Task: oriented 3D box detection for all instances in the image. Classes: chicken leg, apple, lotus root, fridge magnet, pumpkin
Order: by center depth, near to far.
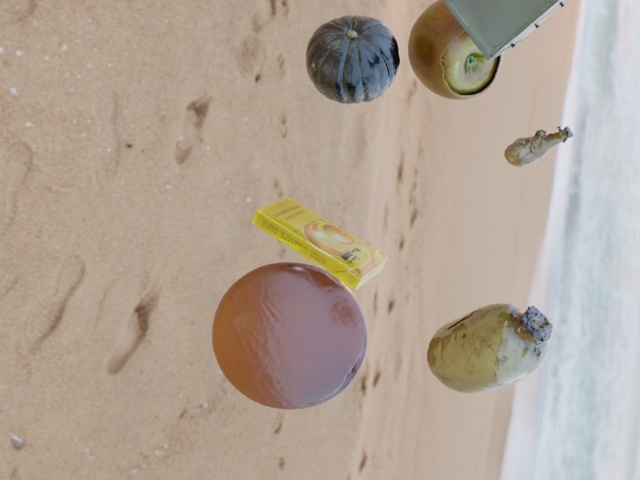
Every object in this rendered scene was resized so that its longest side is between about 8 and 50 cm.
[{"bbox_3d":[0.297,0.187,1.207,0.160,0.284,0.146,-32,83,-33],"label":"lotus root"},{"bbox_3d":[0.074,-0.416,1.586,0.162,0.220,0.221,82,26,-60],"label":"pumpkin"},{"bbox_3d":[-0.070,0.221,1.605,0.155,0.363,0.364,-80,167,-75],"label":"fridge magnet"},{"bbox_3d":[0.326,-0.448,1.631,0.236,0.208,0.237,-23,146,-17],"label":"apple"},{"bbox_3d":[0.665,-0.291,2.113,0.085,0.207,0.101,61,18,-11],"label":"chicken leg"}]

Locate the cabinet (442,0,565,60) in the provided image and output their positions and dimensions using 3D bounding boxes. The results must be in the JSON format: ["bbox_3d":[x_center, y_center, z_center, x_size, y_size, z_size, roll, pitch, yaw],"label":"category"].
[{"bbox_3d":[0.364,-0.457,1.245,0.150,0.206,0.145,54,46,1],"label":"cabinet"}]

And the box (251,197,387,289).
[{"bbox_3d":[0.000,0.000,1.479,0.152,0.269,0.044,-31,149,-60],"label":"box"}]
